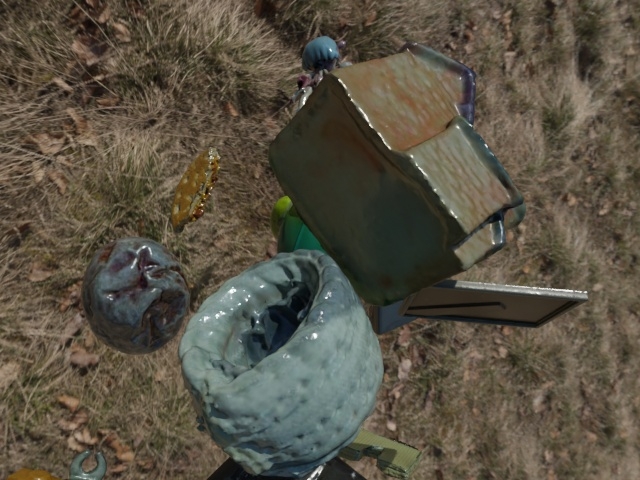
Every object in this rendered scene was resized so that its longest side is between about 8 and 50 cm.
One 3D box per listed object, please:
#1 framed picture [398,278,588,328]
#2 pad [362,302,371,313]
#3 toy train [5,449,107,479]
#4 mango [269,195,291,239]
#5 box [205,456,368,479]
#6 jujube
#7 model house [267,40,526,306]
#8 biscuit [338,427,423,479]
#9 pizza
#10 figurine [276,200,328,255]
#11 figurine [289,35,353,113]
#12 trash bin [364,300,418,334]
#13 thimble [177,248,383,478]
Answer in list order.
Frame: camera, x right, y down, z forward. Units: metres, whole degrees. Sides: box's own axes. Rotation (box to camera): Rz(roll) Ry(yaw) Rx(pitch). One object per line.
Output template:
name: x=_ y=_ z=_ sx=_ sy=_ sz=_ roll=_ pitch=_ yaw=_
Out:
framed picture: x=0.304 y=0.122 z=0.944 sx=0.290 sy=0.211 sz=0.020 roll=4 pitch=66 yaw=2
pad: x=-0.004 y=0.280 z=1.046 sx=0.248 sy=0.007 sz=0.367 roll=-34 pitch=154 yaw=-50
toy train: x=-0.180 y=0.238 z=0.293 sx=0.089 sy=0.127 sz=0.219 roll=17 pitch=83 yaw=4
mango: x=-0.097 y=-0.060 z=1.521 sx=0.117 sy=0.089 sz=0.163 roll=-5 pitch=122 yaw=15
box: x=-0.043 y=0.482 z=0.785 sx=0.204 sy=0.251 sz=0.345 roll=-39 pitch=144 yaw=-34
jujube: x=-0.440 y=0.127 z=1.201 sx=0.246 sy=0.215 sz=0.308 roll=-27 pitch=146 yaw=-41
model house: x=0.139 y=-0.105 z=0.740 sx=0.280 sy=0.245 sz=0.312 roll=-32 pitch=84 yaw=-39
biscuit: x=0.134 y=0.554 z=1.336 sx=0.250 sy=0.147 sz=0.046 roll=13 pitch=94 yaw=24
pizza: x=-0.339 y=-0.134 z=1.368 sx=0.058 sy=0.127 sz=0.246 roll=26 pitch=75 yaw=-48
figurine: x=0.000 y=0.000 z=1.256 sx=0.340 sy=0.231 sz=0.323 roll=-64 pitch=151 yaw=-15
figurine: x=0.003 y=-0.436 z=1.320 sx=0.103 sy=0.205 sz=0.260 roll=36 pitch=57 yaw=-34
trash bin: x=0.214 y=0.152 z=1.477 sx=0.177 sy=0.101 sz=0.236 roll=-21 pitch=133 yaw=-17
thimble: x=-0.043 y=0.140 z=0.589 sx=0.250 sy=0.205 sz=0.172 roll=-57 pitch=132 yaw=-45
